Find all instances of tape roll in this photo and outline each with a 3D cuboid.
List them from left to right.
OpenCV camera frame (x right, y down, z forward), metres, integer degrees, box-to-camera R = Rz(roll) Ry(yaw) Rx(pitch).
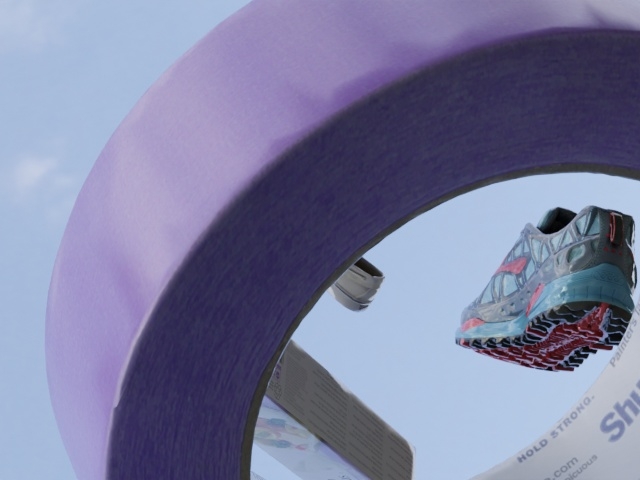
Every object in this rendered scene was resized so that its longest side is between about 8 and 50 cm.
[{"bbox_3d":[0.050,0.039,0.659,0.275,0.090,0.275,-10,-59,-17],"label":"tape roll"}]

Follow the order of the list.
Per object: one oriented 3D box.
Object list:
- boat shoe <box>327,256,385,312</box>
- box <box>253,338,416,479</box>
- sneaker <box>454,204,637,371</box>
[{"bbox_3d":[0.000,0.000,1.209,0.100,0.035,0.035,44,-151,15],"label":"boat shoe"},{"bbox_3d":[-0.010,0.147,1.584,0.324,0.063,0.067,44,-136,-55],"label":"box"},{"bbox_3d":[0.203,0.038,1.664,0.104,0.262,0.125,18,-108,-18],"label":"sneaker"}]
